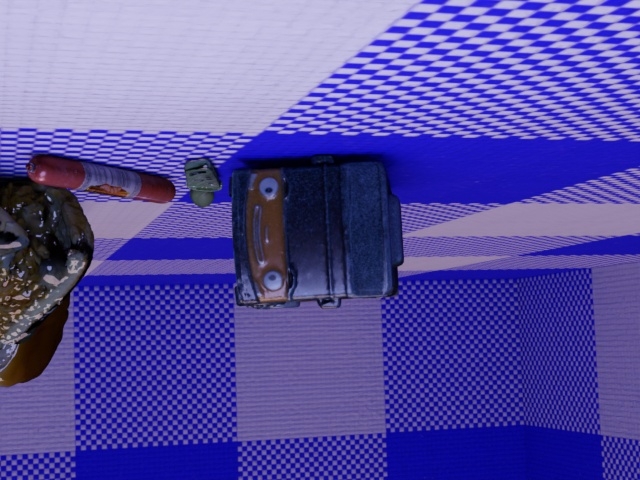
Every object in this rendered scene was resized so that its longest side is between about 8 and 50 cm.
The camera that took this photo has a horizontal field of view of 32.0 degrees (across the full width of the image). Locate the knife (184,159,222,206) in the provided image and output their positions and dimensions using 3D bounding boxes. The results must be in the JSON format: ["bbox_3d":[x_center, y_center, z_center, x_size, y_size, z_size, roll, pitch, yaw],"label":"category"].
[{"bbox_3d":[-0.136,-0.064,1.308,0.043,0.020,0.293,0,174,-3],"label":"knife"}]

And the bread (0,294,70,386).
[{"bbox_3d":[-0.446,0.067,1.486,0.225,0.250,0.279,6,179,-6],"label":"bread"}]

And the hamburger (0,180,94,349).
[{"bbox_3d":[-0.395,0.014,1.253,0.167,0.192,0.288,-5,149,-49],"label":"hamburger"}]

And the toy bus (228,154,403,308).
[{"bbox_3d":[0.000,0.000,1.311,0.194,0.162,0.323,-3,176,5],"label":"toy bus"}]

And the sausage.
[{"bbox_3d":[-0.230,-0.064,1.202,0.034,0.034,0.253,-5,173,28],"label":"sausage"}]
